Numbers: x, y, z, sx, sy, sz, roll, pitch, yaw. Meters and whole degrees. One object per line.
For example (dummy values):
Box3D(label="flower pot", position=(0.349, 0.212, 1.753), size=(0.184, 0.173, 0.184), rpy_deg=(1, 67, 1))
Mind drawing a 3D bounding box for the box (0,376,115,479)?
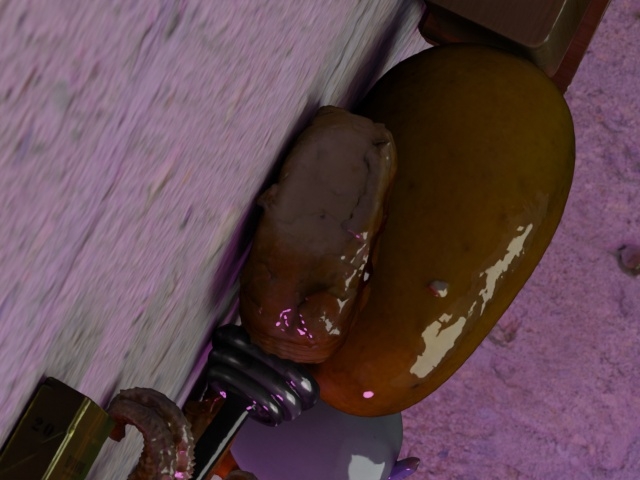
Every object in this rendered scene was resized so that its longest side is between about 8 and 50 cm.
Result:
Box3D(label="box", position=(-0.174, 0.170, 0.854), size=(0.193, 0.030, 0.121), rpy_deg=(-62, 176, -12))

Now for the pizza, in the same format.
Box3D(label="pizza", position=(-0.104, 0.172, 1.514), size=(0.182, 0.062, 0.161), rpy_deg=(-60, -176, 31))

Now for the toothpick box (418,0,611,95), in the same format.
Box3D(label="toothpick box", position=(0.208, -0.280, 1.699), size=(0.187, 0.190, 0.308), rpy_deg=(-63, 170, 4))

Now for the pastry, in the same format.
Box3D(label="pastry", position=(0.000, 0.000, 1.319), size=(0.229, 0.100, 0.218), rpy_deg=(-60, 168, -56))

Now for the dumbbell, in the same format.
Box3D(label="dumbbell", position=(-0.096, 0.180, 1.386), size=(0.254, 0.110, 0.110), rpy_deg=(-55, 173, -18))

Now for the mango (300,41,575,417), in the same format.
Box3D(label="mango", position=(0.105, -0.008, 1.557), size=(0.301, 0.220, 0.445), rpy_deg=(-31, -151, 41))

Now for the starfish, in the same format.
Box3D(label="starfish", position=(-0.154, 0.252, 1.103), size=(0.312, 0.113, 0.303), rpy_deg=(-49, 165, -35))

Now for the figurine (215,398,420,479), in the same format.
Box3D(label="figurine", position=(-0.046, 0.202, 1.916), size=(0.382, 0.225, 0.205), rpy_deg=(-160, -105, -71))
